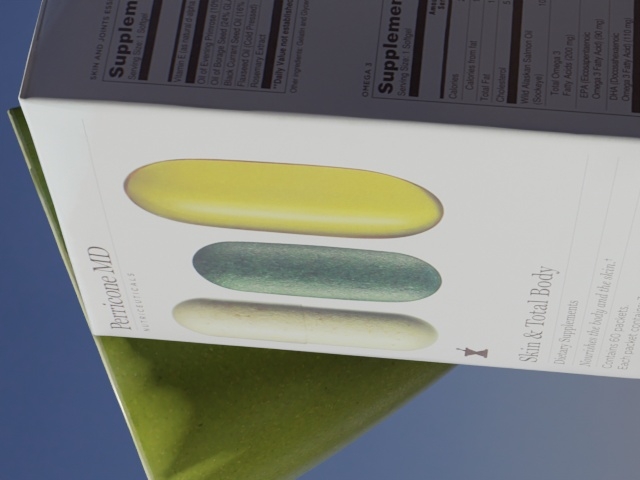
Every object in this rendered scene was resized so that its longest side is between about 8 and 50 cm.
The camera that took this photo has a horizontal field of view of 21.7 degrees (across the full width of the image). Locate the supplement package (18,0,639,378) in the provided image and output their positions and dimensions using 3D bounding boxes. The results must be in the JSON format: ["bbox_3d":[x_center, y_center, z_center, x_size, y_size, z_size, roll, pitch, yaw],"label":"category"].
[{"bbox_3d":[0.028,-0.075,0.745,0.199,0.263,0.198,87,-171,-59],"label":"supplement package"}]

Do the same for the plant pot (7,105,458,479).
[{"bbox_3d":[0.000,0.000,1.000,0.275,0.294,0.274,159,90,-81],"label":"plant pot"}]
